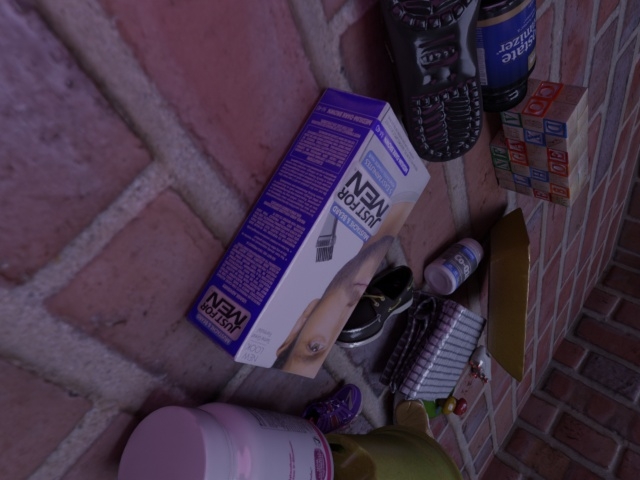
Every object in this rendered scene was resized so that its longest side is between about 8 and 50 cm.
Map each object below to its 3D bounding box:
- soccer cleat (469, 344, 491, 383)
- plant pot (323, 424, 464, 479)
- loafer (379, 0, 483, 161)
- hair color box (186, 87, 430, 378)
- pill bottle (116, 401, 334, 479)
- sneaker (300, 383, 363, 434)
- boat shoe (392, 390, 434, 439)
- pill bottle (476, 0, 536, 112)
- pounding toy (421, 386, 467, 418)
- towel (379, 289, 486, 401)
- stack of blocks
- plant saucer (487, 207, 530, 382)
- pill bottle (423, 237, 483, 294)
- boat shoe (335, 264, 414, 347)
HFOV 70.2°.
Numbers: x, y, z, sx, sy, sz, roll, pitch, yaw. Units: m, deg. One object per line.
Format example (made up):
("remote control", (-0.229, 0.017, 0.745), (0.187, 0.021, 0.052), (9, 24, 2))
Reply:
("soccer cleat", (0.558, 0.428, 1.559), (0.076, 0.068, 0.196), (-53, 139, -18))
("plant pot", (0.077, 0.438, 0.769), (0.254, 0.276, 0.276), (40, 80, -45))
("loafer", (0.130, -0.289, 0.590), (0.133, 0.130, 0.366), (-8, 118, 0))
("hair color box", (0.000, 0.000, 0.600), (0.339, 0.110, 0.185), (-58, 144, -3))
("pill bottle", (-0.111, 0.307, 0.608), (0.160, 0.160, 0.283), (-58, 143, -6))
("sneaker", (0.015, 0.324, 0.849), (0.169, 0.068, 0.071), (-32, 128, -33))
("boat shoe", (0.235, 0.468, 1.166), (0.098, 0.096, 0.277), (-8, 122, 3))
("pill bottle", (0.274, -0.312, 0.719), (0.123, 0.122, 0.219), (-55, 144, -11))
("pounding toy", (0.352, 0.424, 1.273), (0.182, 0.110, 0.237), (-21, 127, -42))
("towel", (0.259, 0.245, 1.052), (0.283, 0.121, 0.235), (25, 93, -55))
("stack of blocks", (0.462, -0.203, 0.970), (0.087, 0.171, 0.297), (-56, 142, -9))
("plant saucer", (0.456, 0.116, 1.123), (0.333, 0.080, 0.333), (-43, 131, -63))
("pill bottle", (0.299, 0.054, 1.010), (0.137, 0.078, 0.078), (-35, 135, -33))
("boat shoe", (0.094, 0.110, 0.805), (0.227, 0.081, 0.069), (-27, 128, -47))
